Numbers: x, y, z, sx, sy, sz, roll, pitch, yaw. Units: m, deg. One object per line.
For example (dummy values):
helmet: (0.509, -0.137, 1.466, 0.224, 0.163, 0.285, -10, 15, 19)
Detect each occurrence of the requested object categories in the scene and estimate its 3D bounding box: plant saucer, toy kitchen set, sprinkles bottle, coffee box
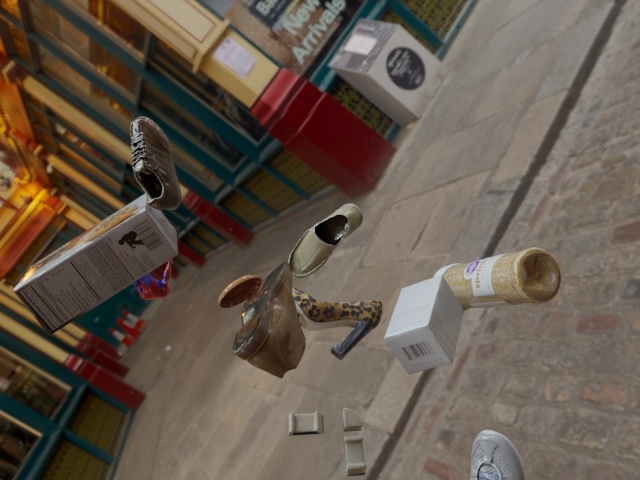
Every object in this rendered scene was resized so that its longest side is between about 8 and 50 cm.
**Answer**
plant saucer: (-0.139, 0.085, 0.998, 0.083, 0.013, 0.083, -31, -21, -13)
toy kitchen set: (0.013, 0.485, 1.272, 0.122, 0.165, 0.207, 90, 176, -63)
sprinkles bottle: (0.397, 0.098, 1.367, 0.121, 0.121, 0.355, -57, 11, -18)
coffee box: (-0.451, 0.041, 1.202, 0.297, 0.119, 0.168, -33, 21, -3)

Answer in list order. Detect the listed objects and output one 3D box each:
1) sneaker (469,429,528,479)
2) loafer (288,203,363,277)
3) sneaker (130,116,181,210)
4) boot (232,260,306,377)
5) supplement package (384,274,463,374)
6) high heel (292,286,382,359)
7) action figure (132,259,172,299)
sneaker: (0.317, 0.496, 1.068, 0.105, 0.115, 0.282, -10, 74, 36)
loafer: (0.000, 0.000, 1.595, 0.268, 0.102, 0.092, -47, -12, 15)
sneaker: (-0.312, -0.145, 1.068, 0.066, 0.189, 0.071, -27, -7, 20)
boot: (-0.086, 0.152, 1.150, 0.112, 0.115, 0.305, -44, 17, 24)
supplement package: (0.219, 0.172, 1.211, 0.105, 0.105, 0.179, -24, 19, 32)
high heel: (0.024, 0.155, 1.489, 0.186, 0.261, 0.093, -41, -14, -25)
action figure: (-0.457, 0.066, 1.493, 0.280, 0.091, 0.139, 67, -163, -63)
